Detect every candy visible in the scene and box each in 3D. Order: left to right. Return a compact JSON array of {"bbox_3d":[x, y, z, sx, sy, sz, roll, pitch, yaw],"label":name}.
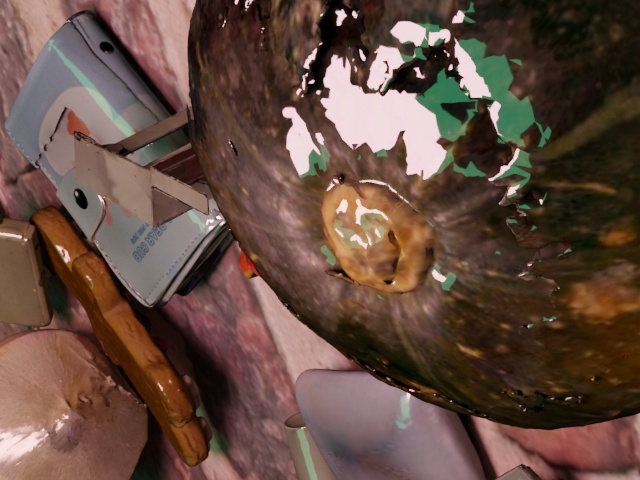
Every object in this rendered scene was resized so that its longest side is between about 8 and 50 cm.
[{"bbox_3d":[0.059,0.174,1.761,0.174,0.071,0.138,-5,118,51],"label":"candy"}]

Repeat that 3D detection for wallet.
[{"bbox_3d":[-0.185,-0.072,1.882,0.250,0.075,0.176,51,137,11],"label":"wallet"}]

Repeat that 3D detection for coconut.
[{"bbox_3d":[-0.292,0.205,2.079,0.230,0.227,0.227,-12,105,60],"label":"coconut"}]

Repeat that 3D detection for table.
[{"bbox_3d":[-0.101,-0.069,1.715,0.175,0.146,0.062,28,132,37],"label":"table"}]

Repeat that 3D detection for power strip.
[{"bbox_3d":[-0.322,0.029,2.046,0.076,0.028,0.169,7,140,8],"label":"power strip"}]

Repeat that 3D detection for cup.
[{"bbox_3d":[0.002,0.201,1.881,0.054,0.075,0.083,-13,104,15],"label":"cup"}]

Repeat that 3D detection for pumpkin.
[{"bbox_3d":[0.119,-0.086,1.273,0.454,0.344,0.454,32,142,29],"label":"pumpkin"}]

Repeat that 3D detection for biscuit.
[{"bbox_3d":[-0.200,0.080,1.992,0.301,0.049,0.197,51,162,24],"label":"biscuit"}]

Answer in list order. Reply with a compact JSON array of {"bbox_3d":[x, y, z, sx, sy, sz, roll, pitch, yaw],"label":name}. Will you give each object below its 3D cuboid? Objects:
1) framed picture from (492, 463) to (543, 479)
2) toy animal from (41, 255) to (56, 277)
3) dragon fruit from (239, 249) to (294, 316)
[{"bbox_3d":[0.209,0.319,1.700,0.274,0.017,0.217,49,143,-2],"label":"framed picture"},{"bbox_3d":[-0.370,-0.022,2.144,0.182,0.131,0.127,31,168,44],"label":"toy animal"},{"bbox_3d":[0.000,0.000,1.654,0.166,0.136,0.133,23,172,36],"label":"dragon fruit"}]
